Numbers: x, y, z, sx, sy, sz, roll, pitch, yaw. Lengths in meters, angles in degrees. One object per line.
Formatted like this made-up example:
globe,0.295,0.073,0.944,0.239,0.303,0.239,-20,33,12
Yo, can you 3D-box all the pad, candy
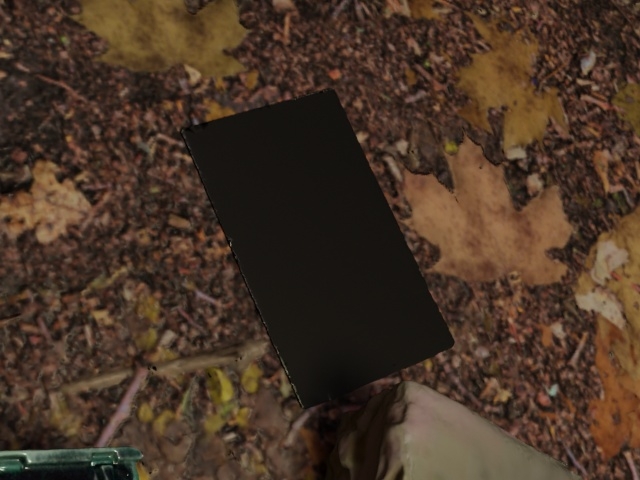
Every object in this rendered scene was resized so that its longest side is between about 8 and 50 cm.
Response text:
pad,0.000,0.000,1.137,0.163,0.004,0.243,-18,79,-35
candy,0.081,0.222,1.008,0.195,0.137,0.185,33,56,-18

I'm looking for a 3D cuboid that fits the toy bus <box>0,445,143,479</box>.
toy bus,-0.161,0.262,0.832,0.128,0.147,0.256,5,63,-40
